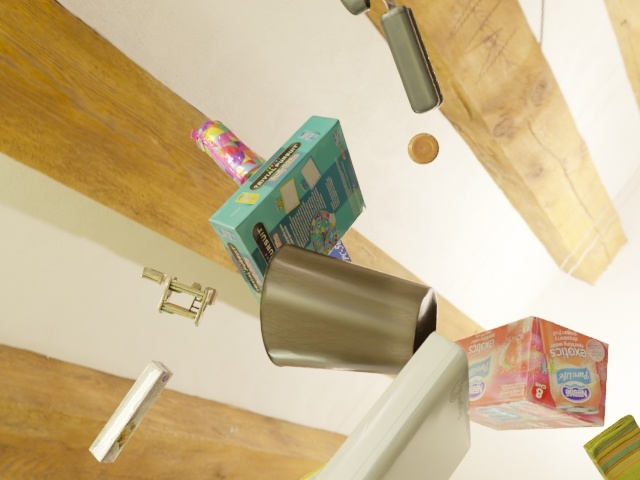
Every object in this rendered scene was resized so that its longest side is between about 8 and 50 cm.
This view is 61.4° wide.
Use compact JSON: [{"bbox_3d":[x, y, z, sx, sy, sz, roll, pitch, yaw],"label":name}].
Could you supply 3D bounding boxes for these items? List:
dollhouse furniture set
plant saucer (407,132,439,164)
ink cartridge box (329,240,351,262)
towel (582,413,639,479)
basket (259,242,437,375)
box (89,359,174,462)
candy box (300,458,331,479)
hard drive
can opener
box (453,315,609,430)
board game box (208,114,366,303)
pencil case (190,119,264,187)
[{"bbox_3d":[-0.391,0.154,1.472,0.182,0.161,0.101,20,-95,1],"label":"dollhouse furniture set"},{"bbox_3d":[0.269,-0.240,1.406,0.083,0.013,0.083,0,-87,-1],"label":"plant saucer"},{"bbox_3d":[0.000,0.000,1.464,0.097,0.207,0.046,-17,-34,-12],"label":"ink cartridge box"},{"bbox_3d":[0.560,0.421,0.945,0.102,0.021,0.237,-35,-80,0],"label":"towel"},{"bbox_3d":[0.047,0.116,0.798,0.154,0.226,0.204,-37,-50,-56],"label":"basket"},{"bbox_3d":[-0.576,0.522,1.647,0.324,0.067,0.063,-57,-28,-7],"label":"box"},{"bbox_3d":[0.043,0.719,1.488,0.105,0.027,0.206,-35,-92,1],"label":"candy box"},{"bbox_3d":[0.031,0.283,0.518,0.353,0.047,0.233,-44,-39,-25],"label":"hard drive"},{"bbox_3d":[0.104,-0.331,0.857,0.076,0.095,0.283,-36,-74,-62],"label":"can opener"},{"bbox_3d":[0.350,0.252,0.980,0.154,0.300,0.142,22,-115,-9],"label":"box"},{"bbox_3d":[-0.050,-0.058,1.128,0.336,0.079,0.254,-50,-41,-27],"label":"board game box"},{"bbox_3d":[-0.242,-0.228,1.453,0.104,0.236,0.104,-38,-25,-22],"label":"pencil case"}]
